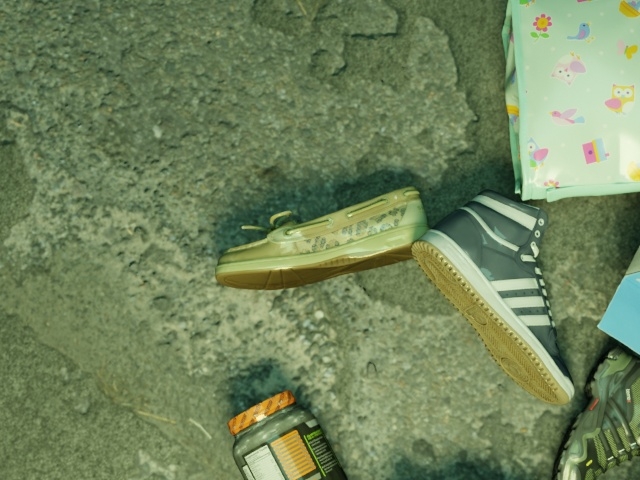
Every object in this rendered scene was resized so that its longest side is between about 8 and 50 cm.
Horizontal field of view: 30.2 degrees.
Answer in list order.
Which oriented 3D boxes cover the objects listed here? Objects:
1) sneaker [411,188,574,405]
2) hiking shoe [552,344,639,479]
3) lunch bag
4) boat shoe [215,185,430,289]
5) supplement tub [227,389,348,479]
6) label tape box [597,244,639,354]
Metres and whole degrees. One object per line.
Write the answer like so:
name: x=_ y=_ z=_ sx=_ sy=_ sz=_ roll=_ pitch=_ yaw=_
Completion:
sneaker: x=0.257 y=0.064 z=1.503 sx=0.153 sy=0.099 sz=0.282 roll=-43 pitch=96 yaw=-23
hiking shoe: x=0.365 y=0.249 z=1.474 sx=0.114 sy=0.086 sz=0.227 roll=23 pitch=83 yaw=10
lunch bag: x=0.348 y=-0.179 z=1.503 sx=0.223 sy=0.160 sz=0.262 roll=-4 pitch=76 yaw=3
boat shoe: x=0.000 y=0.000 z=1.537 sx=0.285 sy=0.104 sz=0.089 roll=-11 pitch=75 yaw=-8
supplement tub: x=-0.034 y=0.291 z=1.482 sx=0.117 sy=0.117 sz=0.190 roll=-28 pitch=80 yaw=0
label tape box: x=0.513 y=0.015 z=1.428 sx=0.241 sy=0.106 sz=0.333 roll=31 pitch=84 yaw=-30
